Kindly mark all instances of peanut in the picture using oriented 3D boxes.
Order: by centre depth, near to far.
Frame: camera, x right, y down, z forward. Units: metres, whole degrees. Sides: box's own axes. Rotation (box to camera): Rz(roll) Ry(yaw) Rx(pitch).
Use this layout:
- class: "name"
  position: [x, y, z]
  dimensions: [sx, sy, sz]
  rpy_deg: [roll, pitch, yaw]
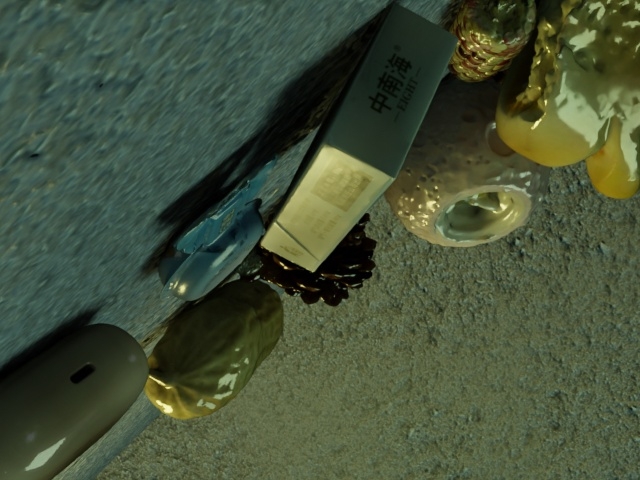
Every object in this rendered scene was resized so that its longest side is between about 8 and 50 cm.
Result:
- class: "peanut"
  position: [-0.142, 0.147, 1.383]
  dimensions: [0.159, 0.143, 0.291]
  rpy_deg: [-34, -175, 33]

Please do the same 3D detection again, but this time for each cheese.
- class: "cheese"
  position: [-0.098, -0.002, 0.857]
  dimensions: [0.135, 0.052, 0.244]
  rpy_deg: [-45, 176, -20]

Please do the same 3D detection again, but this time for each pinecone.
- class: "pinecone"
  position: [0.000, 0.000, 1.234]
  dimensions: [0.173, 0.173, 0.173]
  rpy_deg: [-43, 177, -3]

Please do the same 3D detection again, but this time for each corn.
- class: "corn"
  position: [0.189, -0.235, 1.082]
  dimensions: [0.086, 0.086, 0.253]
  rpy_deg: [-44, 180, -1]

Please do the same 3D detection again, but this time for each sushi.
- class: "sushi"
  position: [-0.091, 0.032, 1.387]
  dimensions: [0.083, 0.046, 0.044]
  rpy_deg: [-42, 177, -26]

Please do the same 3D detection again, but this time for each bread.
- class: "bread"
  position: [0.374, -0.270, 1.084]
  dimensions: [0.424, 0.245, 0.329]
  rpy_deg: [-63, 169, 14]

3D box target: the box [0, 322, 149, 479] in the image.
- class: "box"
  position: [-0.235, 0.151, 0.804]
  dimensions: [0.146, 0.088, 0.200]
  rpy_deg: [-48, 174, 36]

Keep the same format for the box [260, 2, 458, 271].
- class: "box"
  position: [0.027, -0.081, 0.837]
  dimensions: [0.155, 0.067, 0.243]
  rpy_deg: [-63, -175, -26]

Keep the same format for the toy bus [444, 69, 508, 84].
- class: "toy bus"
  position: [0.259, -0.259, 1.564]
  dimensions: [0.194, 0.088, 0.083]
  rpy_deg: [-41, 177, -5]

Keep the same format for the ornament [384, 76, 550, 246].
- class: "ornament"
  position: [0.213, -0.123, 1.381]
  dimensions: [0.260, 0.225, 0.259]
  rpy_deg: [-8, 146, -5]

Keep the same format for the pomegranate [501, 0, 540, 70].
- class: "pomegranate"
  position: [0.346, -0.302, 1.369]
  dimensions: [0.248, 0.202, 0.202]
  rpy_deg: [-16, -170, 27]
